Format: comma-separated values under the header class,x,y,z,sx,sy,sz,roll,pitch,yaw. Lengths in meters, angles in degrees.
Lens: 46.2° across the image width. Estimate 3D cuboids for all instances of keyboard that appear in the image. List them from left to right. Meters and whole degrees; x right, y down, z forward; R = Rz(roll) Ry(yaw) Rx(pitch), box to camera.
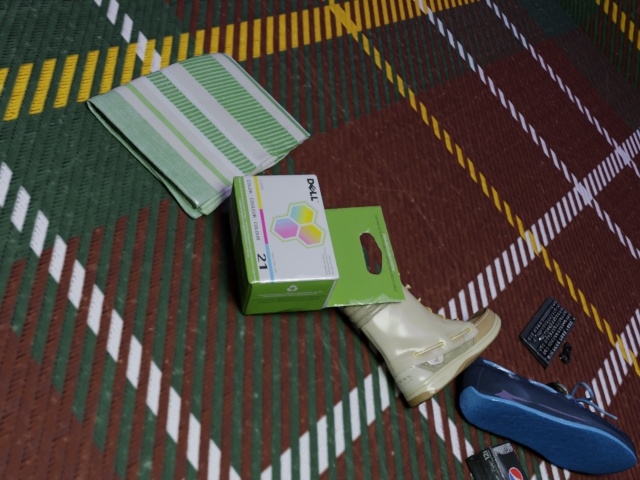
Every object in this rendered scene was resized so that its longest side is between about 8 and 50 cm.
class,x,y,z,sx,sy,sz,roll,pitch,yaw
keyboard,0.460,0.186,1.471,0.108,0.023,0.180,50,42,5

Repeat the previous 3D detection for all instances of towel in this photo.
class,x,y,z,sx,sy,sz,roll,pitch,yaw
towel,-0.185,-0.191,1.241,0.248,0.038,0.325,46,43,2

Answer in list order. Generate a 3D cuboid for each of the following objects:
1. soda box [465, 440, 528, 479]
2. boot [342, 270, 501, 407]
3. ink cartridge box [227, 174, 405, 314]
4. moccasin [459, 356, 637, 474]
class,x,y,z,sx,sy,sz,roll,pitch,yaw
soda box,0.289,0.395,1.132,0.053,0.060,0.169,-3,60,-39
boot,0.169,0.125,1.229,0.262,0.095,0.203,-32,79,-41
ink cartridge box,0.000,0.000,1.126,0.255,0.097,0.189,-3,58,-15
moccasin,0.389,0.282,1.251,0.341,0.138,0.117,30,39,-19
